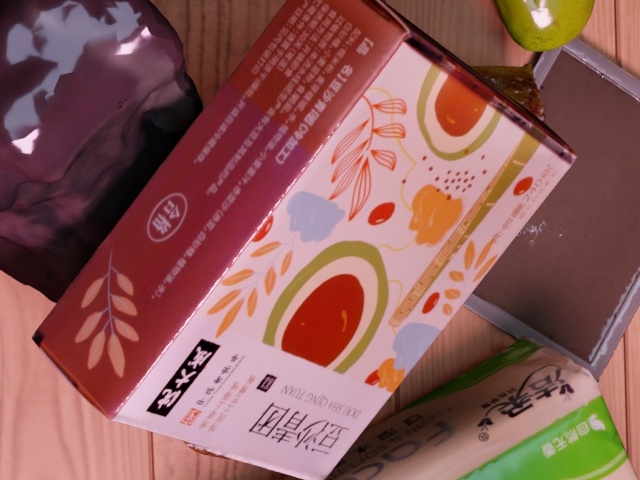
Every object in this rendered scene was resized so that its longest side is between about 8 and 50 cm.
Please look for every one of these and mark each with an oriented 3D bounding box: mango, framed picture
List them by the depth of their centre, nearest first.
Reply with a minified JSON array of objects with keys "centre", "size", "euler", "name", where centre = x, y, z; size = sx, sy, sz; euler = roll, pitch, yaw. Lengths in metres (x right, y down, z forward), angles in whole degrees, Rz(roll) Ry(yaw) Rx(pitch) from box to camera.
[{"centre":[0.216,-0.271,1.860],"size":[0.117,0.089,0.163],"euler":[-27,105,-19],"name":"mango"},{"centre":[0.255,-0.033,1.918],"size":[0.231,0.018,0.293],"euler":[32,83,-16],"name":"framed picture"}]

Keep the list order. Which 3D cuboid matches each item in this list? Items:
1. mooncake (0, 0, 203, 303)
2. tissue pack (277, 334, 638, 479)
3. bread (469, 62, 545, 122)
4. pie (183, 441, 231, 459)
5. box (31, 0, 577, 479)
[{"centre":[-0.258,-0.111,1.585],"size":[0.212,0.351,0.381],"euler":[-46,142,-13],"name":"mooncake"},{"centre":[0.122,0.335,1.800],"size":[0.405,0.205,0.331],"euler":[-28,104,-13],"name":"tissue pack"},{"centre":[0.121,-0.099,1.817],"size":[0.172,0.103,0.132],"euler":[1,119,-11],"name":"bread"},{"centre":[-0.072,0.168,1.823],"size":[0.191,0.033,0.088],"euler":[-4,109,-18],"name":"pie"},{"centre":[0.000,0.000,1.606],"size":[0.385,0.122,0.344],"euler":[-53,148,7],"name":"box"}]
